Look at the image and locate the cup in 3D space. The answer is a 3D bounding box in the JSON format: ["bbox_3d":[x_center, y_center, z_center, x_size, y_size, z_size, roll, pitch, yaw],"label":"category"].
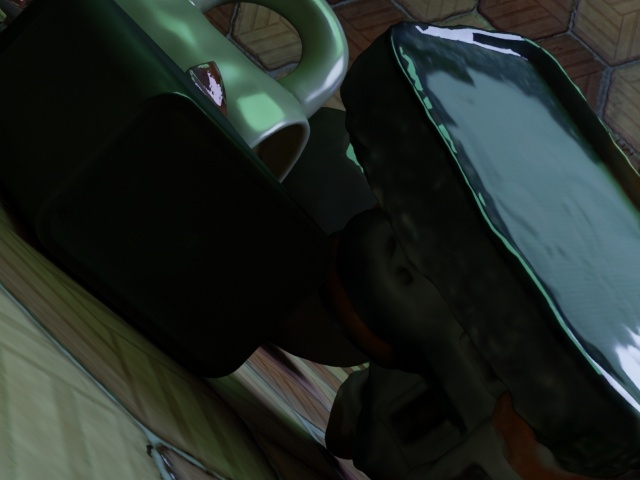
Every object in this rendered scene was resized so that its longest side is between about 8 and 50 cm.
[{"bbox_3d":[-0.107,-0.135,1.060,0.202,0.255,0.173,44,3,12],"label":"cup"}]

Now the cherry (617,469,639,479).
[{"bbox_3d":[0.258,0.213,0.779,0.206,0.239,0.239,50,0,4],"label":"cherry"}]

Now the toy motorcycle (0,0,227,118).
[{"bbox_3d":[-0.155,-0.108,0.927,0.213,0.118,0.084,31,8,-3],"label":"toy motorcycle"}]

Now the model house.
[{"bbox_3d":[0.065,0.065,0.769,0.190,0.301,0.271,-9,61,-44],"label":"model house"}]

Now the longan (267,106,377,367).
[{"bbox_3d":[0.000,0.000,1.220,0.248,0.248,0.248,43,-1,1],"label":"longan"}]

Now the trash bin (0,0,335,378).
[{"bbox_3d":[-0.106,-0.041,0.767,0.164,0.122,0.240,45,1,-33],"label":"trash bin"}]
